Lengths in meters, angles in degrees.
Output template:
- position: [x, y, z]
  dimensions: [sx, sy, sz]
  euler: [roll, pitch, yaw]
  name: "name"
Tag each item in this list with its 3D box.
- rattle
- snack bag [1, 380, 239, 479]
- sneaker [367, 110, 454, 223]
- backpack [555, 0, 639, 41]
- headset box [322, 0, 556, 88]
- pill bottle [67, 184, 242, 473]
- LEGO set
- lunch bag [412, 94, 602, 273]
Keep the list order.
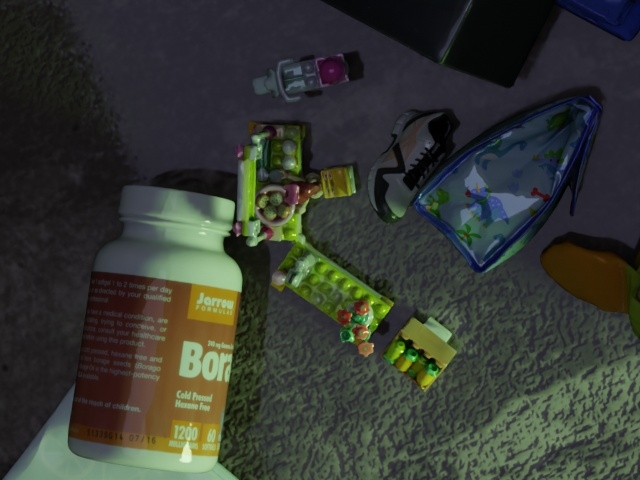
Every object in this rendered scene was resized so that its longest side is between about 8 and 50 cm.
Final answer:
- position: [0.297, -0.005, 1.527]
  dimensions: [0.200, 0.143, 0.130]
  euler: [-49, 120, -4]
  name: "rattle"
- position: [-0.163, 0.322, 1.633]
  dimensions: [0.323, 0.037, 0.342]
  euler: [39, 100, 3]
  name: "snack bag"
- position: [0.070, -0.061, 1.519]
  dimensions: [0.043, 0.109, 0.040]
  euler: [-7, 139, 39]
  name: "sneaker"
- position: [0.228, -0.220, 1.479]
  dimensions: [0.098, 0.101, 0.120]
  euler: [29, 97, -2]
  name: "backpack"
- position: [0.074, -0.277, 1.431]
  dimensions: [0.283, 0.131, 0.246]
  euler: [31, 100, 27]
  name: "headset box"
- position: [-0.127, 0.069, 1.547]
  dimensions: [0.121, 0.121, 0.216]
  euler: [7, 87, 8]
  name: "pill bottle"
- position: [0.000, 0.000, 1.534]
  dimensions: [0.132, 0.107, 0.287]
  euler: [-20, 93, 11]
  name: "LEGO set"
- position: [0.156, -0.053, 1.493]
  dimensions: [0.096, 0.129, 0.151]
  euler: [45, 99, 2]
  name: "lunch bag"
